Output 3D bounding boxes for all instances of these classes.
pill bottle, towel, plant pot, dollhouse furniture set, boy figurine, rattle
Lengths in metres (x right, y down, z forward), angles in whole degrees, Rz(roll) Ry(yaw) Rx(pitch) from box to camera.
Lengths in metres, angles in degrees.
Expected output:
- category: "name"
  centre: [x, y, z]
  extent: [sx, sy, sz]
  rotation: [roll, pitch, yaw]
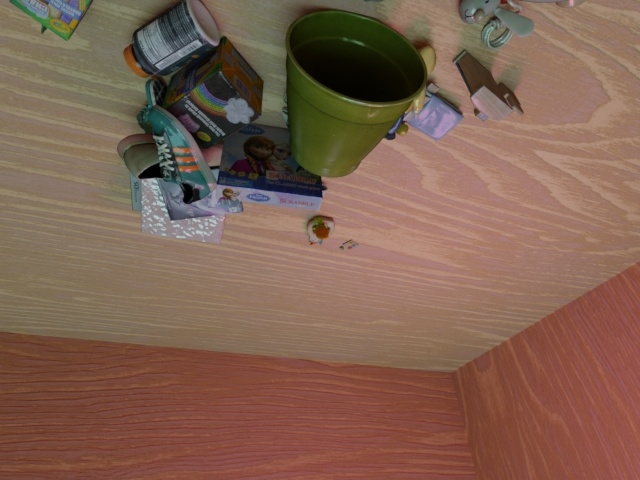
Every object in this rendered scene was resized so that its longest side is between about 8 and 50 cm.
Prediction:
- category: "pill bottle"
  centre: [-0.404, -0.528, 1.082]
  extent: [0.246, 0.130, 0.130]
  rotation: [-19, 140, 20]
- category: "towel"
  centre: [-0.516, -0.144, 1.547]
  extent: [0.318, 0.053, 0.331]
  rotation: [8, 126, -15]
- category: "plant pot"
  centre: [0.056, -0.374, 1.151]
  extent: [0.367, 0.365, 0.352]
  rotation: [6, 147, -11]
- category: "dollhouse furniture set"
  centre: [0.433, -0.374, 1.287]
  extent: [0.287, 0.197, 0.303]
  rotation: [22, 136, -29]
- category: "boy figurine"
  centre: [0.244, -0.455, 1.228]
  extent: [0.092, 0.177, 0.285]
  rotation: [-27, 152, -52]
- category: "rattle"
  centre: [0.000, 0.000, 1.801]
  extent: [0.130, 0.142, 0.199]
  rotation: [-4, 141, -30]

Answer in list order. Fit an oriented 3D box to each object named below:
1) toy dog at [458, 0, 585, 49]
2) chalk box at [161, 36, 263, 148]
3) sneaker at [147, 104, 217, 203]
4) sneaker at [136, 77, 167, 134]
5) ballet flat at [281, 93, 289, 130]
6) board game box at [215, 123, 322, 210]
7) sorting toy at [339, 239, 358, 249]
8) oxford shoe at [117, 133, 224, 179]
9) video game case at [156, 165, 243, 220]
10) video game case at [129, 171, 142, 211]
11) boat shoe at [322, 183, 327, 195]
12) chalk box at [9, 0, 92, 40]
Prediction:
- category: "toy dog"
  centre: [0.542, -0.612, 1.012]
  extent: [0.334, 0.160, 0.220]
  rotation: [-31, 134, 31]
- category: "chalk box"
  centre: [-0.337, -0.413, 1.201]
  extent: [0.289, 0.179, 0.180]
  rotation: [-21, 140, 24]
- category: "sneaker"
  centre: [-0.412, -0.231, 1.161]
  extent: [0.108, 0.121, 0.302]
  rotation: [22, 149, 41]
- category: "sneaker"
  centre: [-0.531, -0.384, 1.290]
  extent: [0.110, 0.106, 0.275]
  rotation: [13, 141, -5]
- category: "ballet flat"
  centre: [-0.091, -0.426, 1.304]
  extent: [0.070, 0.070, 0.188]
  rotation: [5, 140, -11]
- category: "board game box"
  centre: [-0.159, -0.249, 1.311]
  extent: [0.319, 0.317, 0.065]
  rotation: [6, 141, -12]
- category: "sorting toy"
  centre: [0.135, 0.030, 1.945]
  extent: [0.083, 0.012, 0.062]
  rotation: [-28, 136, 29]
- category: "oxford shoe"
  centre: [-0.434, -0.255, 1.325]
  extent: [0.397, 0.146, 0.140]
  rotation: [-14, 154, -38]
- category: "video game case"
  centre: [-0.438, -0.173, 1.490]
  extent: [0.275, 0.026, 0.195]
  rotation: [-8, 128, -5]
- category: "video game case"
  centre: [-0.596, -0.186, 1.593]
  extent: [0.275, 0.035, 0.248]
  rotation: [9, 141, -15]
- category: "boat shoe"
  centre: [-0.088, -0.223, 1.548]
  extent: [0.258, 0.095, 0.084]
  rotation: [14, 137, -37]
- category: "chalk box"
  centre: [-0.633, -0.595, 0.976]
  extent: [0.213, 0.132, 0.132]
  rotation: [-31, 135, 30]
